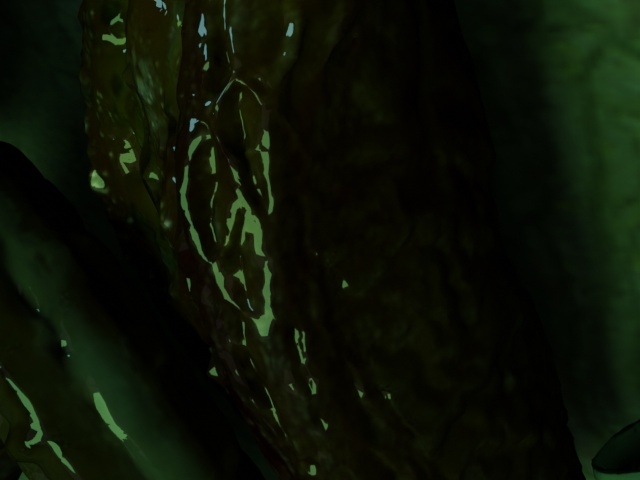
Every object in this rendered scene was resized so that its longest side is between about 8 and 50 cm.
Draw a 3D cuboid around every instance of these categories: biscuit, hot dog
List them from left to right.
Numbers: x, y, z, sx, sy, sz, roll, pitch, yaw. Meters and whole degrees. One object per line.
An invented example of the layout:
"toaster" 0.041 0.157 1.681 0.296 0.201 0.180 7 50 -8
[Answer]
"biscuit" -0.131 0.088 0.805 0.332 0.103 0.332 50 167 15
"hot dog" 0.000 0.000 0.665 0.267 0.174 0.388 -141 30 -69

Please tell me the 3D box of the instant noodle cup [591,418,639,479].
"instant noodle cup" 0.208 0.163 0.630 0.168 0.168 0.185 -21 91 45

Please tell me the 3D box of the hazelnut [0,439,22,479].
"hazelnut" -0.283 0.145 1.050 0.143 0.143 0.154 39 142 15
